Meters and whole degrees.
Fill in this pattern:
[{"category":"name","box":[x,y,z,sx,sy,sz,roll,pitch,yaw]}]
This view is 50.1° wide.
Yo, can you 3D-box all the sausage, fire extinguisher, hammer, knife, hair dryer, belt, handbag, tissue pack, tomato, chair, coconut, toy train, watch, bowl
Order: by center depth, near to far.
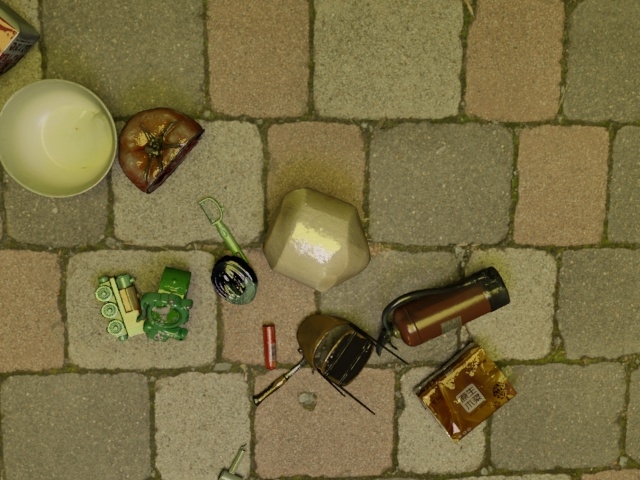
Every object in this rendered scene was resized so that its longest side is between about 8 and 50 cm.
[{"category":"handbag","box":[-0.815,-0.420,1.593,0.151,0.171,0.298,40,96,-13]},{"category":"bowl","box":[-0.617,-0.244,1.644,0.277,0.145,0.276,-1,99,-5]},{"category":"tomato","box":[-0.403,-0.234,1.654,0.155,0.181,0.214,40,89,-3]},{"category":"coconut","box":[0.000,0.000,1.693,0.266,0.237,0.237,27,94,-9]},{"category":"watch","box":[-0.385,0.153,1.727,0.131,0.152,0.165,11,125,-8]},{"category":"toy train","box":[-0.504,0.165,1.753,0.118,0.074,0.175,-17,95,-13]},{"category":"belt","box":[-0.222,0.104,1.767,0.105,0.058,0.140,-40,103,12]},{"category":"chair","box":[0.066,0.300,1.770,0.172,0.247,0.158,37,86,-37]},{"category":"knife","box":[-0.240,-0.022,1.777,0.054,0.015,0.212,-31,99,-2]},{"category":"fire extinguisher","box":[0.297,0.168,1.796,0.376,0.113,0.200,-25,118,-1]},{"category":"sausage","box":[-0.134,0.288,1.821,0.034,0.034,0.129,-4,99,-5]},{"category":"hammer","box":[-0.098,0.377,1.842,0.201,0.021,0.078,-41,100,1]},{"category":"hair dryer","box":[-0.226,0.611,1.860,0.063,0.038,0.124,27,87,-10]},{"category":"tissue pack","box":[0.391,0.412,1.862,0.226,0.092,0.183,-39,99,-2]}]
